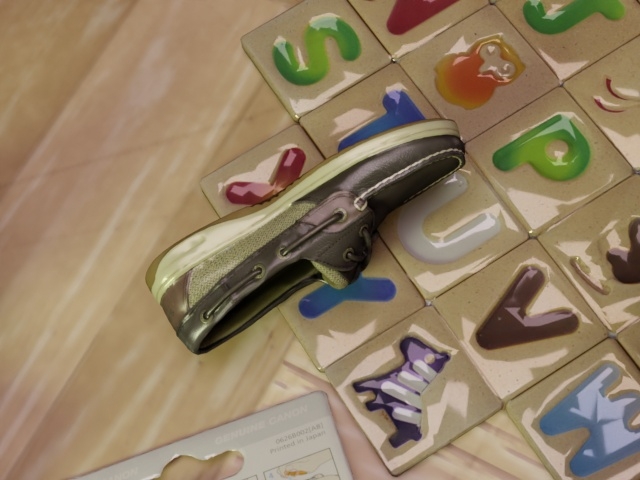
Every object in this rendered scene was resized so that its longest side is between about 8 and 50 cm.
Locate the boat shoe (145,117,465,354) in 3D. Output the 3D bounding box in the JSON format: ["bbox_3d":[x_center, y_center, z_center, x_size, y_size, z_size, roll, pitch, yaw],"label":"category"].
[{"bbox_3d":[0.000,0.000,0.523,0.152,0.056,0.049,-29,71,5],"label":"boat shoe"}]

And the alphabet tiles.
[{"bbox_3d":[0.130,-0.052,0.560,0.343,0.011,0.285,-31,66,-7],"label":"alphabet tiles"}]

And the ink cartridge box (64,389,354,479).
[{"bbox_3d":[-0.037,0.163,0.482,0.145,0.045,0.179,-20,47,-1],"label":"ink cartridge box"}]
